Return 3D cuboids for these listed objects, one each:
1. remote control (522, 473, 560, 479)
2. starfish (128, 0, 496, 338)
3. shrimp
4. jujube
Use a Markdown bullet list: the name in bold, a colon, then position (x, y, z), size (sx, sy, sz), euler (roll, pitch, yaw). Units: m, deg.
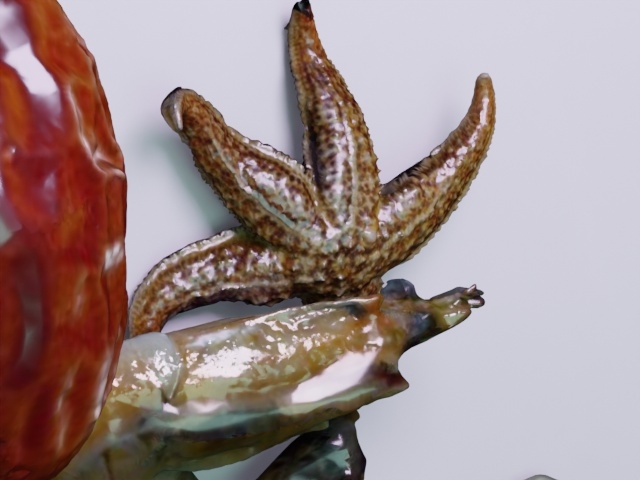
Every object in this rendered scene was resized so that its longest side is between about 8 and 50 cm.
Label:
- **remote control**: position (0.144, 0.267, 1.066), size (0.123, 0.038, 0.285), euler (-40, 113, -20)
- **starfish**: position (0.003, 0.001, 0.926), size (0.213, 0.057, 0.238), euler (-19, 107, -18)
- **shrimp**: position (-0.034, 0.100, 0.897), size (0.254, 0.059, 0.145), euler (-13, 123, -19)
- **jujube**: position (-0.174, -0.034, 0.740), size (0.197, 0.197, 0.290), euler (-15, 91, -27)
